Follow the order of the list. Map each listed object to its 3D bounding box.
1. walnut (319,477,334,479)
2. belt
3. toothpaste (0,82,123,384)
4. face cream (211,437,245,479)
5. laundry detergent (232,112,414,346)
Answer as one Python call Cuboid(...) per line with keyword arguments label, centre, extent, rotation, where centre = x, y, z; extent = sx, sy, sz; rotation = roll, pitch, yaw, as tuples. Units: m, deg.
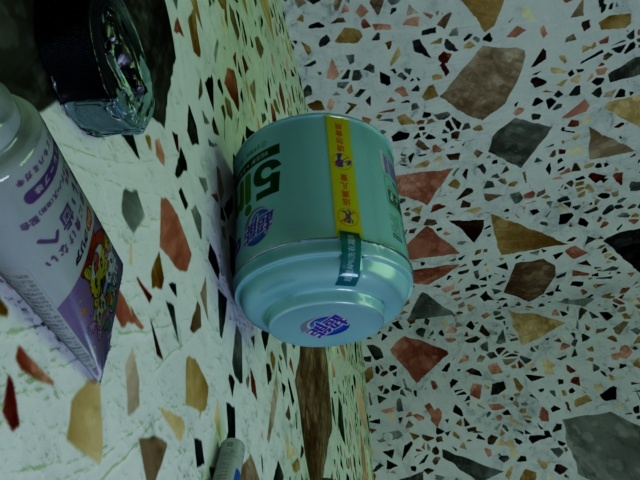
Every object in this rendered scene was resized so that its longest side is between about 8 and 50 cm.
Cuboid(label="walnut", centre=(0.011, 0.557, 1.297), extent=(0.092, 0.092, 0.092), rotation=(-8, 90, -83))
Cuboid(label="belt", centre=(-0.194, -0.158, 0.538), extent=(0.105, 0.058, 0.140), rotation=(-84, 165, -53))
Cuboid(label="toothpaste", centre=(-0.188, -0.005, 0.413), extent=(0.299, 0.073, 0.114), rotation=(85, 1, -57))
Cuboid(label="face cream", centre=(-0.117, 0.298, 0.730), extent=(0.130, 0.034, 0.034), rotation=(-84, 164, -64))
Cuboid(label="laundry detergent", centre=(0.000, 0.000, 0.989), extent=(0.287, 0.287, 0.305), rotation=(70, 13, -58))
